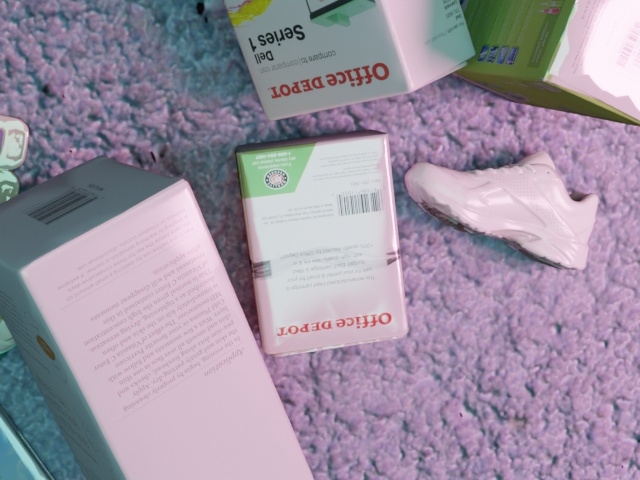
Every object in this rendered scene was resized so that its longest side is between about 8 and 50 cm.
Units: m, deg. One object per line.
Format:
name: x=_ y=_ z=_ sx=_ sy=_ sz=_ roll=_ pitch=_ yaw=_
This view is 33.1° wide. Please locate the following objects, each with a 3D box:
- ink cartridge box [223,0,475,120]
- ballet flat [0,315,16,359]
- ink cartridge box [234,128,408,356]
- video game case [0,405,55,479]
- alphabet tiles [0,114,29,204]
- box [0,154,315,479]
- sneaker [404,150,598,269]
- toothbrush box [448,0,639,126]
ink cartridge box: x=0.004 y=-0.271 z=1.043 sx=0.117 sy=0.201 sz=0.278 roll=-35 pitch=111 yaw=-42
ballet flat: x=-0.318 y=0.051 z=1.125 sx=0.083 sy=0.087 sz=0.247 roll=34 pitch=94 yaw=-29
ink cartridge box: x=0.000 y=0.000 z=1.158 sx=0.160 sy=0.092 sz=0.219 roll=-7 pitch=100 yaw=-6
video game case: x=-0.383 y=0.320 z=1.194 sx=0.204 sy=0.025 sz=0.285 roll=-33 pitch=101 yaw=-1
alphabet tiles: x=-0.457 y=-0.067 z=1.128 sx=0.278 sy=0.021 sz=0.284 roll=10 pitch=98 yaw=-8
box: x=-0.176 y=0.115 z=1.040 sx=0.168 sy=0.215 sz=0.345 roll=-31 pitch=115 yaw=-24
sneaker: x=0.203 y=-0.053 z=1.188 sx=0.232 sy=0.090 sz=0.115 roll=21 pitch=89 yaw=-19
toothbrush box: x=0.237 y=-0.238 z=1.049 sx=0.122 sy=0.283 sz=0.206 roll=20 pitch=95 yaw=-20
